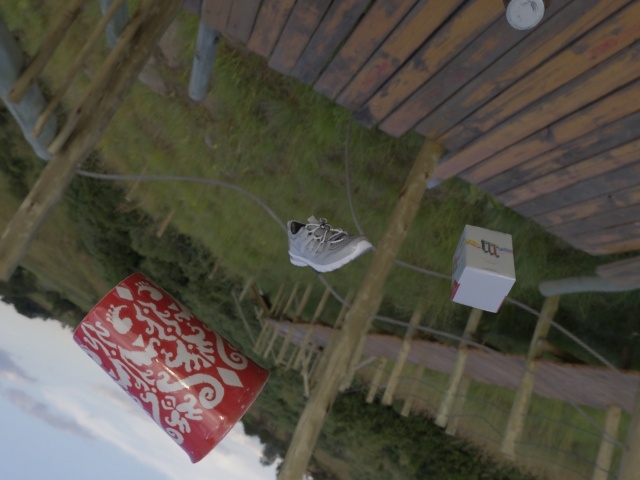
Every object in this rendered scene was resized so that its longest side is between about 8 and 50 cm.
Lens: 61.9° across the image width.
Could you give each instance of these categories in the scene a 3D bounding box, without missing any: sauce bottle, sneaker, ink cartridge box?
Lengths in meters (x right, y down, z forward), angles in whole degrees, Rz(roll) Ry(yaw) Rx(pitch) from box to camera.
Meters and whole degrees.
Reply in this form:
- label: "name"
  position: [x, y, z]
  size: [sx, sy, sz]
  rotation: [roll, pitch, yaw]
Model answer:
- label: "sauce bottle"
  position: [0.165, -0.199, 0.418]
  size: [0.042, 0.128, 0.042]
  rotation: [11, 132, 13]
- label: "sneaker"
  position: [0.000, 0.000, 1.220]
  size: [0.281, 0.105, 0.115]
  rotation: [-1, 112, 52]
- label: "ink cartridge box"
  position: [0.419, 0.069, 1.386]
  size: [0.127, 0.176, 0.128]
  rotation: [14, 131, 5]

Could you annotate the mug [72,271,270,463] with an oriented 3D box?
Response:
- label: "mug"
  position: [-0.162, 0.133, 0.540]
  size: [0.169, 0.150, 0.113]
  rotation: [42, -158, -3]
